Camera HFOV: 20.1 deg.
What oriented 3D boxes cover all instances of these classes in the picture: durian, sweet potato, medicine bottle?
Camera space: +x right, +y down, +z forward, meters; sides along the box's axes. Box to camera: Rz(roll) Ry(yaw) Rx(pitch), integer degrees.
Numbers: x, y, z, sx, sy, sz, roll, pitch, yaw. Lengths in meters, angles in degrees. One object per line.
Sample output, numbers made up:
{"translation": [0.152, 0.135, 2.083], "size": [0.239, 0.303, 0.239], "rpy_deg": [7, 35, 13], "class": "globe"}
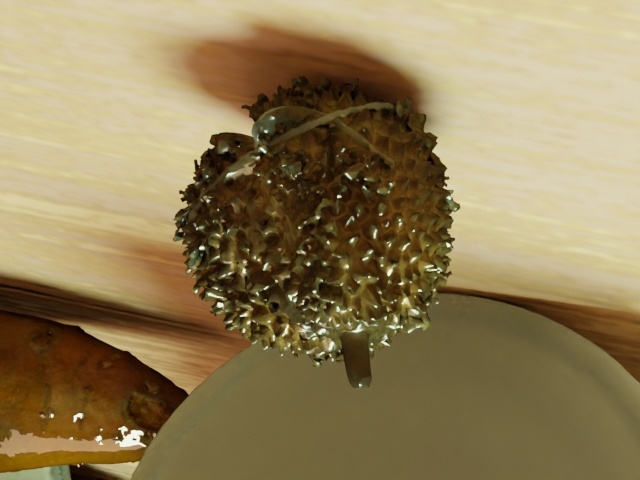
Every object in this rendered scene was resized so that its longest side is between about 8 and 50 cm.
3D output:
{"translation": [0.000, 0.000, 0.487], "size": [0.080, 0.091, 0.080], "rpy_deg": [-8, 154, -4], "class": "durian"}
{"translation": [-0.223, 0.064, 0.793], "size": [0.359, 0.112, 0.112], "rpy_deg": [5, 158, 33], "class": "sweet potato"}
{"translation": [0.058, 0.181, 0.698], "size": [0.245, 0.245, 0.306], "rpy_deg": [7, 150, 21], "class": "medicine bottle"}

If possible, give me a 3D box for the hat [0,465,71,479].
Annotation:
{"translation": [-0.233, 0.152, 0.954], "size": [0.301, 0.258, 0.168], "rpy_deg": [-23, 168, 32], "class": "hat"}
